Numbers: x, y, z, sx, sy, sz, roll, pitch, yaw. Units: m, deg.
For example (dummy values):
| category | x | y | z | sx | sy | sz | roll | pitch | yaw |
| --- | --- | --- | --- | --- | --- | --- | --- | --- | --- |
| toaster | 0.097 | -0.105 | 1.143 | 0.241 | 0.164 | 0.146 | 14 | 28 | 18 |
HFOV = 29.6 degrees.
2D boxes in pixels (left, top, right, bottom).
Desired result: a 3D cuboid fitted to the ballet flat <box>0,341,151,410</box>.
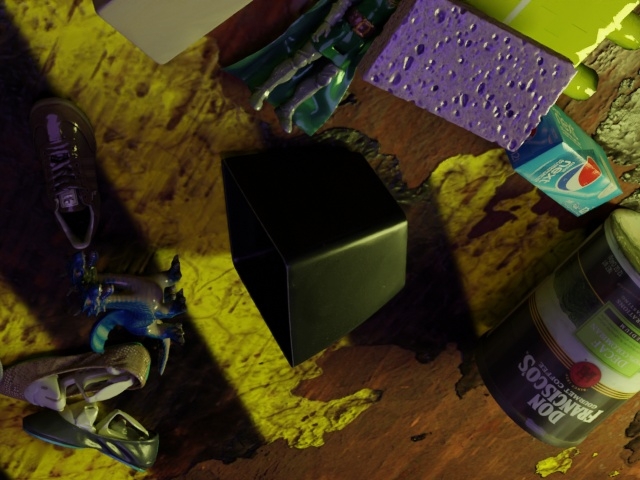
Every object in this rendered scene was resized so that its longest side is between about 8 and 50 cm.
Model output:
| category | x | y | z | sx | sy | sz | roll | pitch | yaw |
| --- | --- | --- | --- | --- | --- | --- | --- | --- | --- |
| ballet flat | -0.322 | 0.183 | 1.581 | 0.206 | 0.067 | 0.073 | -14 | 139 | -3 |

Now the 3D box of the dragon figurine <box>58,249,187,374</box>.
| category | x | y | z | sx | sy | sz | roll | pitch | yaw |
| --- | --- | --- | --- | --- | --- | --- | --- | --- | --- |
| dragon figurine | -0.242 | 0.086 | 1.479 | 0.144 | 0.085 | 0.289 | -6 | 157 | -12 |

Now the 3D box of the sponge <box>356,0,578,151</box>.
| category | x | y | z | sx | sy | sz | roll | pitch | yaw |
| --- | --- | --- | --- | --- | --- | --- | --- | --- | --- |
| sponge | 0.157 | -0.181 | 1.280 | 0.210 | 0.031 | 0.117 | 22 | 117 | -26 |

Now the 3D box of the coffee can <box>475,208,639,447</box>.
| category | x | y | z | sx | sy | sz | roll | pitch | yaw |
| --- | --- | --- | --- | --- | --- | --- | --- | --- | --- |
| coffee can | 0.373 | 0.120 | 1.640 | 0.201 | 0.201 | 0.275 | 19 | 126 | -33 |

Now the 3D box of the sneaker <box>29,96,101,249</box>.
| category | x | y | z | sx | sy | sz | roll | pitch | yaw |
| --- | --- | --- | --- | --- | --- | --- | --- | --- | --- |
| sneaker | -0.271 | -0.070 | 1.326 | 0.066 | 0.071 | 0.188 | -12 | 138 | -5 |

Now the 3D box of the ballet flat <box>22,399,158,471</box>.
| category | x | y | z | sx | sy | sz | roll | pitch | yaw |
| --- | --- | --- | --- | --- | --- | --- | --- | --- | --- |
| ballet flat | -0.309 | 0.258 | 1.673 | 0.203 | 0.074 | 0.074 | 26 | 123 | -30 |

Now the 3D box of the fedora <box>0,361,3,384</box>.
| category | x | y | z | sx | sy | sz | roll | pitch | yaw |
| --- | --- | --- | --- | --- | --- | --- | --- | --- | --- |
| fedora | -0.532 | 0.205 | 1.480 | 0.275 | 0.124 | 0.244 | 28 | 125 | -33 |

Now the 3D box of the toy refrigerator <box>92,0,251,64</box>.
| category | x | y | z | sx | sy | sz | roll | pitch | yaw |
| --- | --- | --- | --- | --- | --- | --- | --- | --- | --- |
| toy refrigerator | -0.086 | -0.293 | 1.138 | 0.269 | 0.094 | 0.102 | -32 | 142 | 18 |

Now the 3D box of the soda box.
| category | x | y | z | sx | sy | sz | roll | pitch | yaw |
| --- | --- | --- | --- | --- | --- | --- | --- | --- | --- |
| soda box | 0.284 | -0.097 | 1.435 | 0.067 | 0.071 | 0.210 | -30 | 152 | 23 |

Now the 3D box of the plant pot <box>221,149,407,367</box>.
| category | x | y | z | sx | sy | sz | roll | pitch | yaw |
| --- | --- | --- | --- | --- | --- | --- | --- | --- | --- |
| plant pot | 0.000 | 0.000 | 1.420 | 0.167 | 0.187 | 0.188 | -21 | 140 | -16 |

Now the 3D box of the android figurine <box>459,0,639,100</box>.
| category | x | y | z | sx | sy | sz | roll | pitch | yaw |
| --- | --- | --- | --- | --- | --- | --- | --- | --- | --- |
| android figurine | 0.231 | -0.244 | 1.319 | 0.273 | 0.056 | 0.248 | 21 | 126 | -37 |

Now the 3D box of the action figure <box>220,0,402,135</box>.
| category | x | y | z | sx | sy | sz | roll | pitch | yaw |
| --- | --- | --- | --- | --- | --- | --- | --- | --- | --- |
| action figure | 0.022 | -0.214 | 1.281 | 0.137 | 0.063 | 0.232 | 31 | 116 | -36 |
